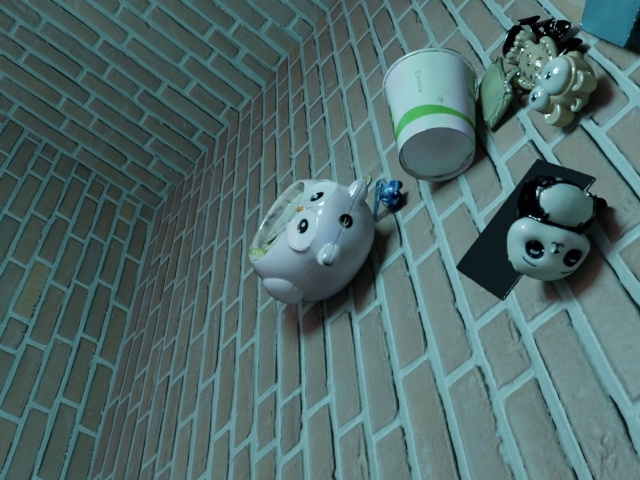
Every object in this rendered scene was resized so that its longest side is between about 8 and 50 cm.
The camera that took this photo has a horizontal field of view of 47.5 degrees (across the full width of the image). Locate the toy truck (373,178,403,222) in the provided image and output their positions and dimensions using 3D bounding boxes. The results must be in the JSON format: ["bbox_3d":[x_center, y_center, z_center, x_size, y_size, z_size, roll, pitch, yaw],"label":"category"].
[{"bbox_3d":[0.182,-0.104,1.976,0.063,0.074,0.136,-80,-7,-46],"label":"toy truck"}]

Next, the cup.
[{"bbox_3d":[0.288,-0.307,1.840,0.253,0.253,0.274,-36,40,37],"label":"cup"}]

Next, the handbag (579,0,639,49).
[{"bbox_3d":[0.634,-0.497,1.547,0.221,0.057,0.144,-104,16,-60],"label":"handbag"}]

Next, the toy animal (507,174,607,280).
[{"bbox_3d":[0.424,-0.013,1.311,0.138,0.166,0.179,96,-167,-81],"label":"toy animal"}]

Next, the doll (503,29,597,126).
[{"bbox_3d":[0.496,-0.362,1.604,0.278,0.119,0.154,-120,42,-53],"label":"doll"}]

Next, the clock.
[{"bbox_3d":[0.000,0.000,1.944,0.376,0.250,0.368,-22,39,61],"label":"clock"}]

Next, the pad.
[{"bbox_3d":[0.416,-0.030,1.507,0.300,0.005,0.202,-54,25,3],"label":"pad"}]

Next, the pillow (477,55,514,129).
[{"bbox_3d":[0.436,-0.373,1.827,0.208,0.053,0.119,-86,10,-49],"label":"pillow"}]

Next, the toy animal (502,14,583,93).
[{"bbox_3d":[0.529,-0.445,1.750,0.218,0.116,0.179,32,119,49],"label":"toy animal"}]

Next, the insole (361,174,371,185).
[{"bbox_3d":[0.071,-0.107,2.235,0.248,0.011,0.081,-49,25,15],"label":"insole"}]
